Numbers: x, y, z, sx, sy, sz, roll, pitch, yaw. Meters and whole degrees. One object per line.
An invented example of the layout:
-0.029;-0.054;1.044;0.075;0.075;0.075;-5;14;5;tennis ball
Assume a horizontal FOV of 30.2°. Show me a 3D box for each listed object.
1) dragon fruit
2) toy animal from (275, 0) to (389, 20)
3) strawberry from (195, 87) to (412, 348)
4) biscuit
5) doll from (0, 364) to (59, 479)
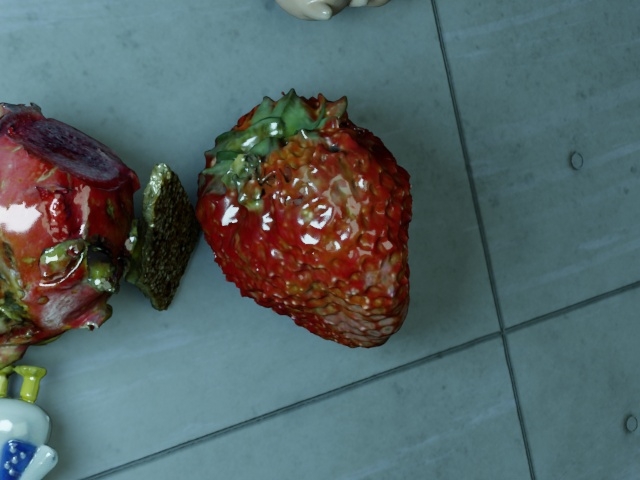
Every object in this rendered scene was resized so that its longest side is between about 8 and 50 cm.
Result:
-0.339;0.015;1.322;0.269;0.250;0.291;31;105;0;dragon fruit
0.033;-0.383;1.619;0.250;0.154;0.166;-26;140;-39;toy animal
0.000;0.000;1.519;0.267;0.312;0.351;-27;123;-9;strawberry
-0.190;0.002;1.442;0.026;0.237;0.131;17;74;8;biscuit
-0.372;0.290;1.373;0.138;0.119;0.293;5;83;13;doll
